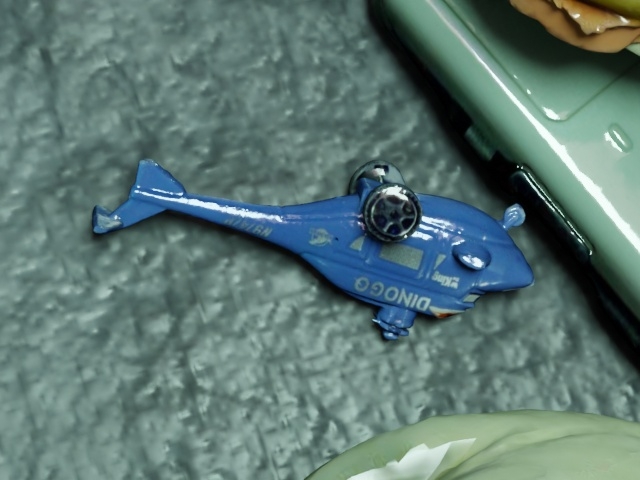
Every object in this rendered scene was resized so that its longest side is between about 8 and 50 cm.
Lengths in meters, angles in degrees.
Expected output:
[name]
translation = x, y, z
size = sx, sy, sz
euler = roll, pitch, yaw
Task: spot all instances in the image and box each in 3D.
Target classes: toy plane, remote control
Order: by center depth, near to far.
[toy plane]
translation = 0.000, 0.000, 0.683
size = 0.167, 0.054, 0.062
euler = 13, 101, -9
[remote control]
translation = 0.148, -0.030, 0.711
size = 0.140, 0.056, 0.296
euler = -39, 86, -19

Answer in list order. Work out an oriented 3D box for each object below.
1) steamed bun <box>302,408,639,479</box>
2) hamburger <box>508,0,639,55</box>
[steamed bun]
translation = 0.095, 0.173, 0.576
size = 0.268, 0.207, 0.280
euler = -20, 103, 23
[hamburger]
translation = 0.117, -0.174, 0.641
size = 0.236, 0.147, 0.237
euler = 8, 57, -13
